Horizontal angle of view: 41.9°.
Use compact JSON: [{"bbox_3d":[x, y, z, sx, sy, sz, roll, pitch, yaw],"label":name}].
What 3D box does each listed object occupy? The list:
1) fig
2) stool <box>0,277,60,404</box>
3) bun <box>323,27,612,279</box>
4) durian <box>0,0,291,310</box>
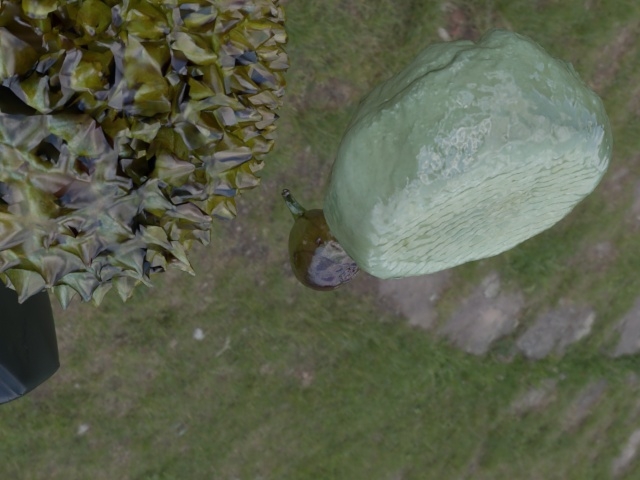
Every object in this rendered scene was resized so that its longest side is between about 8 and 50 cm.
[{"bbox_3d":[0.000,0.000,0.802,0.082,0.098,0.084,-40,149,5],"label":"fig"},{"bbox_3d":[-0.443,0.109,1.049,0.141,0.232,0.232,-23,138,11],"label":"stool"},{"bbox_3d":[0.090,-0.058,0.564,0.195,0.118,0.195,-20,156,-9],"label":"bun"},{"bbox_3d":[-0.146,-0.104,0.428,0.258,0.258,0.293,-43,119,-9],"label":"durian"}]
